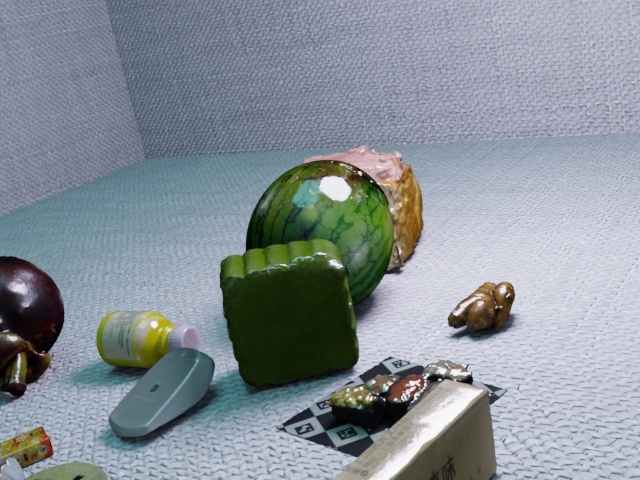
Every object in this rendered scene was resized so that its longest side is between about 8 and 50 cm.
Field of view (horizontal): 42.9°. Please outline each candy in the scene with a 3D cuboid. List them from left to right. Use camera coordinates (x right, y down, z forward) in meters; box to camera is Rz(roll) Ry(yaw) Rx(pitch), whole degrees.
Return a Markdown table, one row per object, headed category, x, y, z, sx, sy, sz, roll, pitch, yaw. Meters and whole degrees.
| category | x | y | z | sx | sy | sz | roll | pitch | yaw |
| --- | --- | --- | --- | --- | --- | --- | --- | --- | --- |
| candy | -0.545 | 0.381 | 1.455 | 0.121 | 0.038 | 0.062 | -20 | 20 | -26 |

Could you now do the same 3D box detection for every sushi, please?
| category | x | y | z | sx | sy | sz | roll | pitch | yaw |
| --- | --- | --- | --- | --- | --- | --- | --- | --- | --- |
| sushi | 0.119 | 0.262 | 1.387 | 0.292 | 0.059 | 0.294 | 7 | 26 | 45 |

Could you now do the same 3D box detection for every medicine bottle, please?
| category | x | y | z | sx | sy | sz | roll | pitch | yaw |
| --- | --- | --- | --- | --- | --- | --- | --- | --- | --- |
| medicine bottle | -0.360 | 0.211 | 1.729 | 0.212 | 0.122 | 0.122 | -1 | 20 | 28 |

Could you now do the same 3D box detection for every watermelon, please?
| category | x | y | z | sx | sy | sz | roll | pitch | yaw |
| --- | --- | --- | --- | --- | --- | --- | --- | --- | --- |
| watermelon | 0.000 | 0.000 | 1.820 | 0.363 | 0.363 | 0.363 | -10 | 18 | 3 |

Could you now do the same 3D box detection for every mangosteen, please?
| category | x | y | z | sx | sy | sz | roll | pitch | yaw |
| --- | --- | --- | --- | --- | --- | --- | --- | --- | --- |
| mangosteen | -0.716 | 0.176 | 1.797 | 0.297 | 0.297 | 0.293 | -19 | 17 | -22 |

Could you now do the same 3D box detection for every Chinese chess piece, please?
| category | x | y | z | sx | sy | sz | roll | pitch | yaw |
| --- | --- | --- | --- | --- | --- | --- | --- | --- | --- |
| Chinese chess piece | -0.395 | 0.408 | 1.207 | 0.188 | 0.083 | 0.188 | -10 | 20 | 4 |

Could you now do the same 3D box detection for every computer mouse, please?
| category | x | y | z | sx | sy | sz | roll | pitch | yaw |
| --- | --- | --- | --- | --- | --- | --- | --- | --- | --- |
| computer mouse | -0.289 | 0.291 | 1.526 | 0.127 | 0.079 | 0.231 | 3 | 38 | 45 |

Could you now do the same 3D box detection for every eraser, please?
| category | x | y | z | sx | sy | sz | roll | pitch | yaw |
| --- | --- | --- | --- | --- | --- | --- | --- | --- | --- |
| eraser | 0.113 | 0.323 | 1.062 | 0.078 | 0.144 | 0.343 | 7 | 26 | 40 |

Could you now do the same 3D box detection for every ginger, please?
| category | x | y | z | sx | sy | sz | roll | pitch | yaw |
| --- | --- | --- | --- | --- | --- | --- | --- | --- | --- |
| ginger | 0.334 | 0.138 | 1.625 | 0.162 | 0.073 | 0.103 | -32 | 13 | -35 |

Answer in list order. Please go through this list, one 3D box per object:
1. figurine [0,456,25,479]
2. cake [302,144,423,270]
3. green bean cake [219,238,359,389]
| category | x | y | z | sx | sy | sz | roll | pitch | yaw |
| --- | --- | --- | --- | --- | --- | --- | --- | --- | --- |
| figurine | -0.518 | 0.395 | 1.315 | 0.082 | 0.086 | 0.094 | -11 | 18 | 6 |
| cake | 0.090 | -0.090 | 2.122 | 0.306 | 0.293 | 0.314 | -2 | 13 | 19 |
| green bean cake | -0.059 | 0.136 | 1.567 | 0.246 | 0.250 | 0.156 | -12 | 18 | -1 |
